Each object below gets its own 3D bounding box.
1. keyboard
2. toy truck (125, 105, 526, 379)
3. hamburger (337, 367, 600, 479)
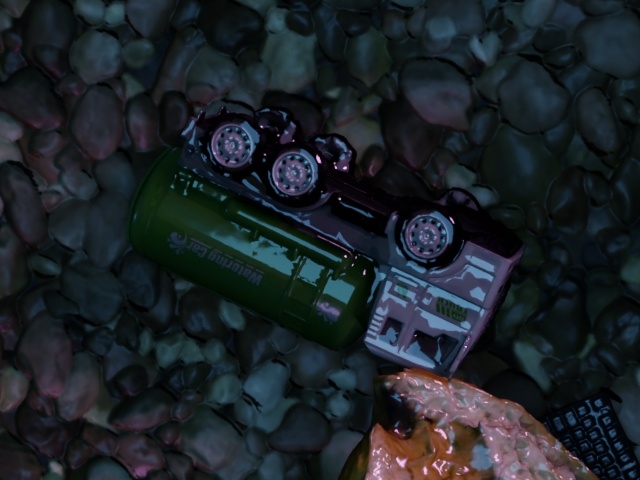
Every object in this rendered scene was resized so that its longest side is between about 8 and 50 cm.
[{"bbox_3d":[0.199,0.200,1.013,0.061,0.013,0.204,-25,89,11],"label":"keyboard"},{"bbox_3d":[0.000,0.000,0.993,0.242,0.101,0.125,24,102,10],"label":"toy truck"},{"bbox_3d":[0.109,0.200,0.959,0.144,0.156,0.283,-40,90,-21],"label":"hamburger"}]
